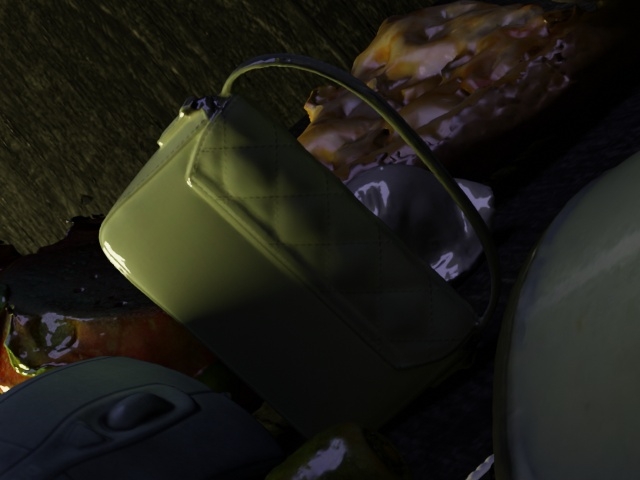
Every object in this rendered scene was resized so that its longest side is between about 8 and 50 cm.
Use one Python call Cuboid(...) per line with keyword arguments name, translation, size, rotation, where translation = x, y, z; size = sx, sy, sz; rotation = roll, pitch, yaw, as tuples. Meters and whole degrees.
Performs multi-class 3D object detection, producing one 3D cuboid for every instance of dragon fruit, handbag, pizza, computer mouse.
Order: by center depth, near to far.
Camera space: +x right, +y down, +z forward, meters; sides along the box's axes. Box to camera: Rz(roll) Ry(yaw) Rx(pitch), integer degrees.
Cuboid(name="computer mouse", translation=(-0.171, 0.180, 1.253), size=(0.371, 0.188, 0.122), rotation=(-40, -32, -41))
Cuboid(name="handbag", translation=(0.000, 0.000, 1.276), size=(0.219, 0.256, 0.079), rotation=(-43, 8, 30))
Cuboid(name="dragon fruit", translation=(-0.141, 0.066, 1.513), size=(0.295, 0.130, 0.268), rotation=(-8, 18, -7))
Cuboid(name="pizza", translation=(0.119, -0.127, 1.726), size=(0.392, 0.080, 0.435), rotation=(-14, 29, 34))

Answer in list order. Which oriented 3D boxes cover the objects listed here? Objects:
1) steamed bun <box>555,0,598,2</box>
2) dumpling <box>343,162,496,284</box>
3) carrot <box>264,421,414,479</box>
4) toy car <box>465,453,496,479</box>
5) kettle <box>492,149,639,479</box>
Cuboid(name="steamed bun", translation=(0.287, -0.319, 1.656), size=(0.283, 0.177, 0.283), rotation=(-16, 13, 4))
Cuboid(name="dumpling", translation=(0.055, 0.006, 1.533), size=(0.188, 0.108, 0.127), rotation=(-12, 49, 32))
Cuboid(name="carrot", translation=(-0.091, 0.235, 1.115), size=(0.358, 0.074, 0.074), rotation=(-42, 9, 8))
Cuboid(name="toy car", translation=(0.094, 0.124, 0.881), size=(0.171, 0.070, 0.080), rotation=(-41, 9, -20))
Cuboid(name="kettle", translation=(0.269, -0.009, 0.423), size=(0.361, 0.250, 0.377), rotation=(-20, -11, -47))
